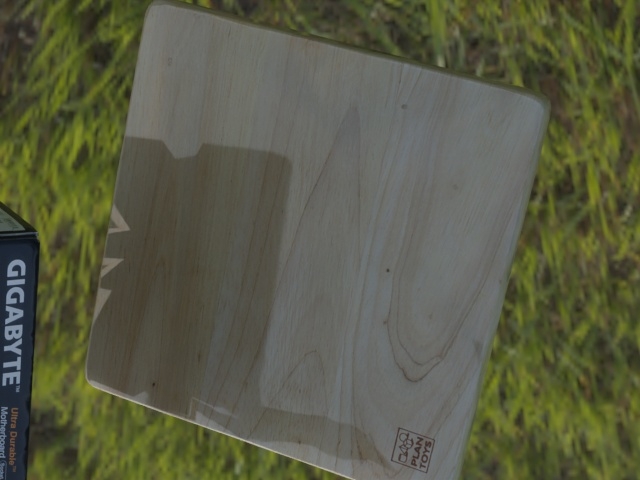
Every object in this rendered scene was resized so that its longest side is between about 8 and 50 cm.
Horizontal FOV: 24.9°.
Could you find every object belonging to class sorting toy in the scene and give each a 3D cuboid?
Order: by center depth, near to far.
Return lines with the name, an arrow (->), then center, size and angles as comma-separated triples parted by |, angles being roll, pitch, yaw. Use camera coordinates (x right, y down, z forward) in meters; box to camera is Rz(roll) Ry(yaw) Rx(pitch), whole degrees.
sorting toy -> 0.000, 0.000, 0.918 | 0.255, 0.089, 0.257 | 17, 105, 18

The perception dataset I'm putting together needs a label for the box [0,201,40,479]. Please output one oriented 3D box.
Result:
box -> -0.219, 0.076, 0.828 | 0.051, 0.175, 0.220 | -4, 109, -32
